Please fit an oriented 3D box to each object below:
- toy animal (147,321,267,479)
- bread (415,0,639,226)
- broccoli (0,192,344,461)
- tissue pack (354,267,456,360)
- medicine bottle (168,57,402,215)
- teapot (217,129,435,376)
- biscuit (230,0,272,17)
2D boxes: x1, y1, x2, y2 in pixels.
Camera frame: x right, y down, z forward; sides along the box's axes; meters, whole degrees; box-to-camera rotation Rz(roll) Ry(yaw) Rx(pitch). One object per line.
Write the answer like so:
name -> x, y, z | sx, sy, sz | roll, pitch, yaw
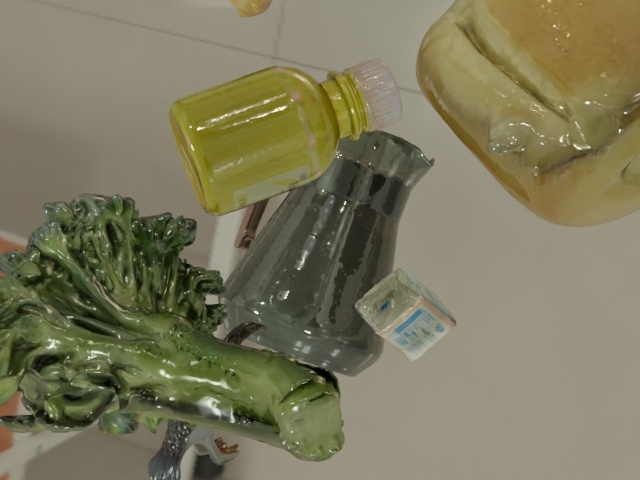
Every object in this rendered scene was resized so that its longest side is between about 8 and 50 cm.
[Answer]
toy animal -> -0.135, 0.166, 1.392 | 0.273, 0.197, 0.160 | 9, 112, 45
bread -> 0.330, -0.213, 1.627 | 0.348, 0.253, 0.376 | -39, 54, 0
broccoli -> -0.122, 0.065, 0.802 | 0.275, 0.199, 0.177 | 17, 93, 59
tissue pack -> 0.092, 0.080, 1.364 | 0.074, 0.094, 0.058 | -40, 52, 8
medicine bottle -> -0.029, -0.112, 1.225 | 0.213, 0.122, 0.121 | -20, 91, -10
teapot -> 0.000, 0.000, 1.849 | 0.300, 0.253, 0.343 | 19, 86, 38
biscuit -> -0.143, -0.468, 1.807 | 0.308, 0.040, 0.204 | 63, 159, -13
